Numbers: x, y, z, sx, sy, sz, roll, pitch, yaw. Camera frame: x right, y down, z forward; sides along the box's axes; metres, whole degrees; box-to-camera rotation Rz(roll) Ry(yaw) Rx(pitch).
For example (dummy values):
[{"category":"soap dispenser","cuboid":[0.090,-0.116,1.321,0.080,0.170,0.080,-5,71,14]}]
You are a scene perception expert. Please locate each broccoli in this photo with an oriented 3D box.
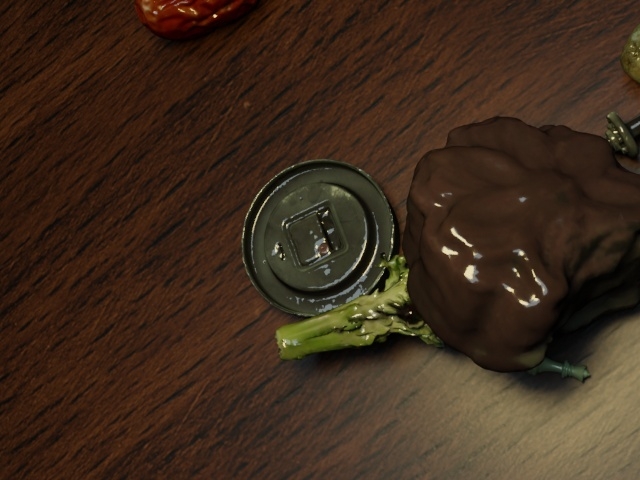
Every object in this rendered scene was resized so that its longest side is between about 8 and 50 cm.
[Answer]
[{"category":"broccoli","cuboid":[0.071,0.129,1.627,0.304,0.145,0.165,-16,26,11]}]

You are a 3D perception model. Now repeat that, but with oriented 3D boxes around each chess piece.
[{"category":"chess piece","cuboid":[0.367,0.195,1.576,0.093,0.042,0.042,11,80,18]}]

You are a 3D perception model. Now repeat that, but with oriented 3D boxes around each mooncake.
[{"category":"mooncake","cuboid":[0.297,-0.013,1.486,0.350,0.212,0.381,36,56,23]}]

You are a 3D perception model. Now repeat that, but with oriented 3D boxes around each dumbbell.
[{"category":"dumbbell","cuboid":[0.521,-0.194,1.594,0.254,0.081,0.081,-31,68,11]}]

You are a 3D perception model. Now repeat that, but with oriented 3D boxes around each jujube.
[{"category":"jujube","cuboid":[-0.225,-0.471,1.903,0.250,0.174,0.174,-24,69,17]}]

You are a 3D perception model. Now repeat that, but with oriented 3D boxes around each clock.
[{"category":"clock","cuboid":[0.000,0.000,1.757,0.280,0.055,0.280,-5,75,20]}]

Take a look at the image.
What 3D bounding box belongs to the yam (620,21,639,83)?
[{"category":"yam","cuboid":[0.607,-0.369,1.590,0.330,0.133,0.133,-44,66,11]}]
